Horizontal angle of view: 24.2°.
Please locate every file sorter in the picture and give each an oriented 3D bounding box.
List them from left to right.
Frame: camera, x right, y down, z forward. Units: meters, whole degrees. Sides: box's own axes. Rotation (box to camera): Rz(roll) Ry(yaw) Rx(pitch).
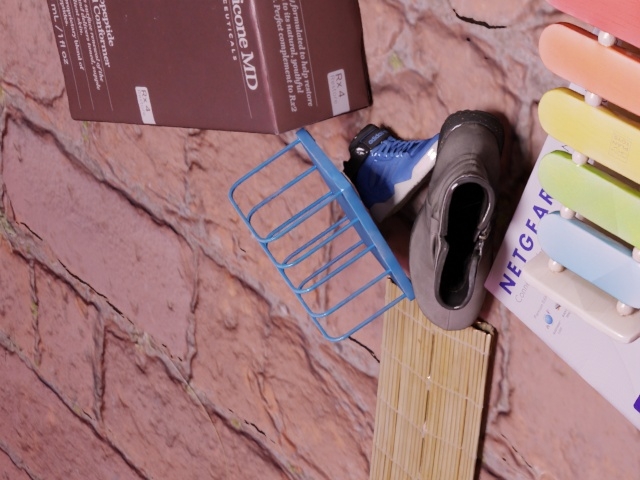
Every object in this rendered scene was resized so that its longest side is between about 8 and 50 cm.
[{"bbox_3d":[0.000,0.000,1.483,0.170,0.104,0.118,57,177,-40],"label":"file sorter"}]

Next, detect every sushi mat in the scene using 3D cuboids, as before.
[{"bbox_3d":[0.113,0.197,1.598,0.151,0.019,0.316,30,130,37],"label":"sushi mat"}]

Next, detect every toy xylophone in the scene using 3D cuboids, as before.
[{"bbox_3d":[0.261,-0.070,1.094,0.236,0.081,0.323,27,128,40],"label":"toy xylophone"}]

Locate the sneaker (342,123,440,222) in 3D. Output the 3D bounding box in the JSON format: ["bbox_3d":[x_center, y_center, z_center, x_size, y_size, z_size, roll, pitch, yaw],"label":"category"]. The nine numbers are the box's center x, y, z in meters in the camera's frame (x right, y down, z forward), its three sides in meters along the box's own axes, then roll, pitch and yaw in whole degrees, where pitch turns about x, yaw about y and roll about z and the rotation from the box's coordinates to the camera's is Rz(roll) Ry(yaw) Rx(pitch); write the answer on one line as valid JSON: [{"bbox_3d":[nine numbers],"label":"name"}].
[{"bbox_3d":[0.072,-0.085,1.473,0.084,0.058,0.152,52,148,6],"label":"sneaker"}]

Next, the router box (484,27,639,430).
[{"bbox_3d":[0.309,0.003,1.209,0.301,0.082,0.335,44,137,28],"label":"router box"}]

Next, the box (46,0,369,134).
[{"bbox_3d":[-0.132,-0.223,1.588,0.381,0.143,0.191,7,112,47],"label":"box"}]

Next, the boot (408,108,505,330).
[{"bbox_3d":[0.119,0.015,1.366,0.083,0.161,0.246,7,125,5],"label":"boot"}]
